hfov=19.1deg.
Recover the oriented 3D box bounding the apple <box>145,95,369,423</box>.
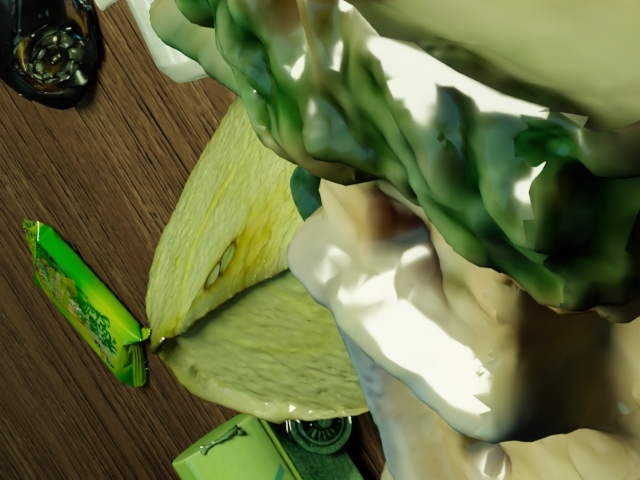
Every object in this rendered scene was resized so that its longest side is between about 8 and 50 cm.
[{"bbox_3d":[0.000,0.000,1.266,0.254,0.179,0.346,57,146,1],"label":"apple"}]

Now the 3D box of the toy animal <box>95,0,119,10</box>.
[{"bbox_3d":[-0.133,-0.234,1.350,0.071,0.085,0.124,0,127,38],"label":"toy animal"}]

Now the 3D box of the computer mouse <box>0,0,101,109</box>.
[{"bbox_3d":[-0.254,-0.202,1.573,0.146,0.077,0.241,28,141,40],"label":"computer mouse"}]

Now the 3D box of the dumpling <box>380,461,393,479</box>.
[{"bbox_3d":[0.108,0.167,1.300,0.204,0.163,0.293,60,164,-16],"label":"dumpling"}]

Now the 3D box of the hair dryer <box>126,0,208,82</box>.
[{"bbox_3d":[-0.060,-0.183,1.150,0.173,0.108,0.357,65,171,-13],"label":"hair dryer"}]

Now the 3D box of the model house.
[{"bbox_3d":[0.103,-0.070,0.811,0.445,0.395,0.400,40,151,37],"label":"model house"}]

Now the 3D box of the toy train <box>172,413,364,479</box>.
[{"bbox_3d":[-0.016,0.233,1.564,0.253,0.157,0.105,59,153,-4],"label":"toy train"}]

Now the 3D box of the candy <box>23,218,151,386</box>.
[{"bbox_3d":[-0.232,0.061,1.862,0.178,0.032,0.102,46,151,19],"label":"candy"}]
